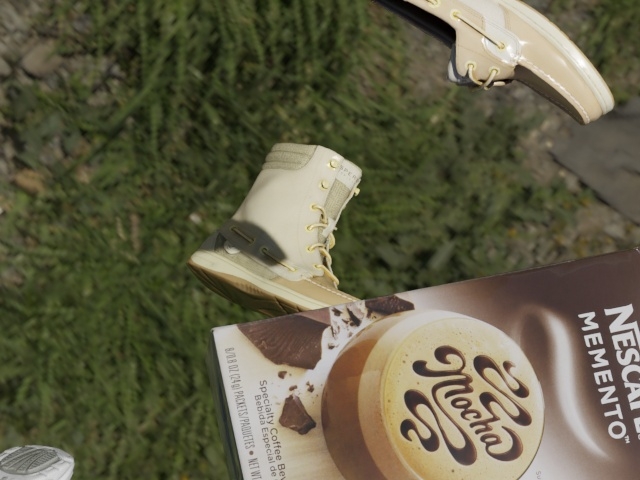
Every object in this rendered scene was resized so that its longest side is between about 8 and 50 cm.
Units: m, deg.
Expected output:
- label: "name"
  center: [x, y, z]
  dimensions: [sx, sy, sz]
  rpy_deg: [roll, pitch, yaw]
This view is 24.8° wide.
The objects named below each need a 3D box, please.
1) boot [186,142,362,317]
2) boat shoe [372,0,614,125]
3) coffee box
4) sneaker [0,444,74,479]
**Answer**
- label: "boot"
  center: [0.000, 0.000, 1.641]
  dimensions: [0.203, 0.262, 0.095]
  rpy_deg: [-56, 143, -18]
- label: "boat shoe"
  center: [0.093, -0.116, 0.852]
  dimensions: [0.059, 0.170, 0.063]
  rpy_deg: [-49, 168, -5]
- label: "coffee box"
  center: [0.085, 0.120, 0.983]
  dimensions: [0.297, 0.168, 0.119]
  rpy_deg: [-11, 166, -10]
- label: "sneaker"
  center: [-0.306, 0.272, 1.306]
  dimensions: [0.232, 0.090, 0.115]
  rpy_deg: [-20, 114, -50]
